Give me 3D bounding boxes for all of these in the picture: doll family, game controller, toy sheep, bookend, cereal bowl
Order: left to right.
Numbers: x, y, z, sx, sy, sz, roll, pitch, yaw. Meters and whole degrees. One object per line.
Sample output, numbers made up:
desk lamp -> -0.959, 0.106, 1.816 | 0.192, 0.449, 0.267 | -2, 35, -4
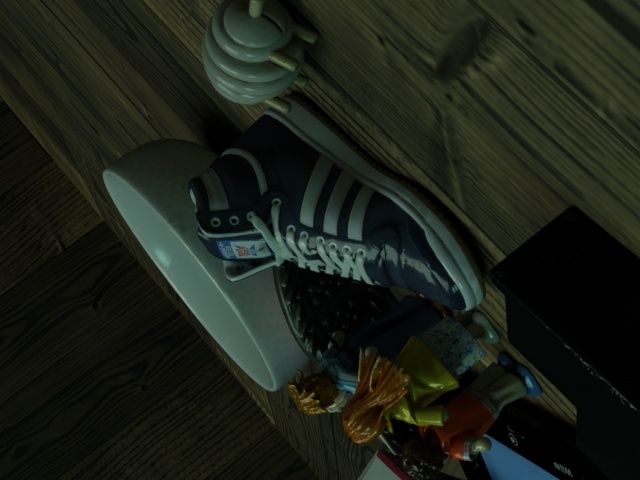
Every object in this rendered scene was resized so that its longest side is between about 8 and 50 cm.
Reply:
cereal bowl -> -0.105, 0.011, 1.376 | 0.339, 0.141, 0.339 | 49, 167, 16
toy sheep -> -0.051, -0.152, 0.913 | 0.091, 0.091, 0.132 | 48, 152, 18
doll family -> 0.059, 0.115, 1.048 | 0.118, 0.163, 0.263 | 59, 165, -25
game controller -> 0.209, 0.230, 1.057 | 0.166, 0.067, 0.319 | 58, 165, -22
bookend -> 0.190, 0.086, 0.737 | 0.156, 0.072, 0.157 | 45, 166, 31

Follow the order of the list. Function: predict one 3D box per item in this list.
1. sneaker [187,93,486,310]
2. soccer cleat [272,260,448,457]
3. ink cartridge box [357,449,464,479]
sneaker -> 0.000, 0.000, 0.971 | 0.282, 0.153, 0.099 | 43, 164, 35
soccer cleat -> 0.037, 0.111, 1.253 | 0.318, 0.109, 0.116 | 55, 171, -21
ink cartridge box -> 0.158, 0.328, 1.211 | 0.237, 0.100, 0.172 | 27, -173, -41
